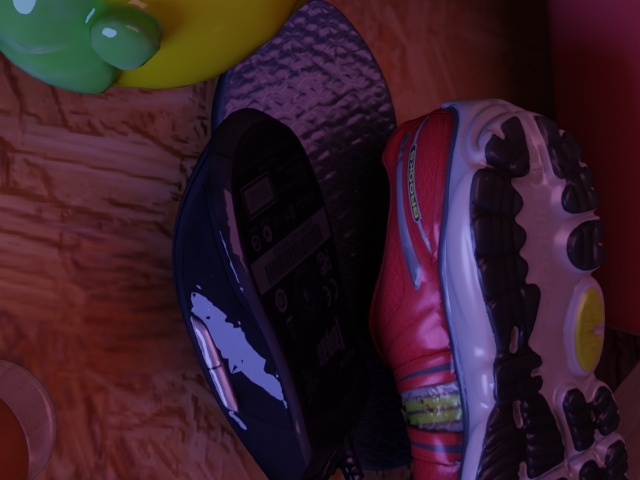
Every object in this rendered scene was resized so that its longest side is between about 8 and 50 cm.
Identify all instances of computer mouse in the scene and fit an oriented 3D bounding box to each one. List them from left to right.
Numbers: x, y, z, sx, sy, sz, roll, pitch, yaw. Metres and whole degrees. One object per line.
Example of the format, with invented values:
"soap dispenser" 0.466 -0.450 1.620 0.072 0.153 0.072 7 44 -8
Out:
"computer mouse" -0.033 0.082 0.603 0.184 0.060 0.262 -48 124 -56

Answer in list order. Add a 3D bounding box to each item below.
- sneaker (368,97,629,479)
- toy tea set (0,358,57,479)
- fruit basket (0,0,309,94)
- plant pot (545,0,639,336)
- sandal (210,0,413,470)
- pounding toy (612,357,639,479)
"sneaker" 0.076 0.069 0.645 0.107 0.118 0.279 -6 101 -32
"toy tea set" -0.130 0.224 0.618 0.200 0.124 0.336 1 90 7
"fruit basket" -0.044 -0.210 0.565 0.392 0.283 0.392 1 88 -21
"plant pot" 0.243 -0.072 0.700 0.274 0.275 0.243 0 96 -22
"sandal" -0.001 0.001 0.701 0.097 0.054 0.255 -15 102 -15
"pounding toy" 0.184 0.158 0.733 0.181 0.094 0.206 5 124 -52
